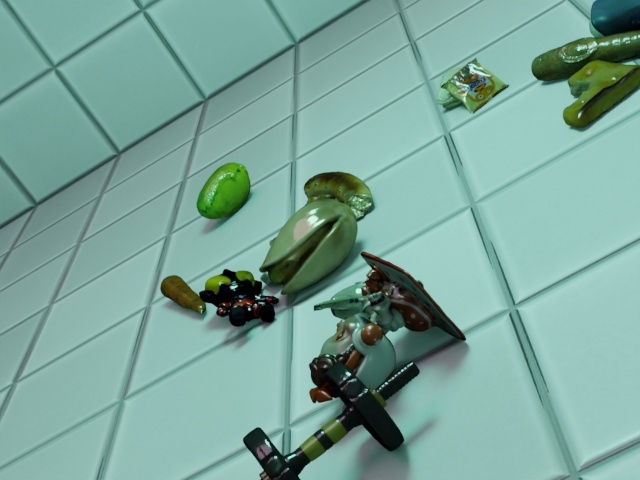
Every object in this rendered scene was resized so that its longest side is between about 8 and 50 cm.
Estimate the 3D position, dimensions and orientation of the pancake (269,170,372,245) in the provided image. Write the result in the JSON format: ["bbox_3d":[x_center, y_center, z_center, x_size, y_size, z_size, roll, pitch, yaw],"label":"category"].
[{"bbox_3d":[-0.013,-0.063,2.272,0.244,0.057,0.266,-36,22,-1],"label":"pancake"}]

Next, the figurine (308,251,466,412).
[{"bbox_3d":[0.065,0.161,1.588,0.226,0.160,0.183,-46,22,-8],"label":"figurine"}]

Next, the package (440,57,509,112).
[{"bbox_3d":[0.341,-0.345,2.334,0.108,0.031,0.121,-39,59,-8],"label":"package"}]

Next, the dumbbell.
[{"bbox_3d":[0.004,0.271,1.425,0.325,0.143,0.143,-38,22,-8],"label":"dumbbell"}]

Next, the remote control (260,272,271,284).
[{"bbox_3d":[-0.054,0.008,2.146,0.190,0.029,0.087,-51,2,-14],"label":"remote control"}]

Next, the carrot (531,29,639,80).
[{"bbox_3d":[0.567,-0.380,2.087,0.342,0.070,0.070,-9,33,46],"label":"carrot"}]

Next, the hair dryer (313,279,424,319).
[{"bbox_3d":[0.082,0.091,1.720,0.167,0.067,0.199,-14,-8,11],"label":"hair dryer"}]

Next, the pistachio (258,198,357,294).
[{"bbox_3d":[-0.019,0.009,2.032,0.215,0.144,0.144,-42,22,-4],"label":"pistachio"}]

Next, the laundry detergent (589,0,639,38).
[{"bbox_3d":[0.621,-0.451,2.066,0.143,0.094,0.290,-2,-5,-18],"label":"laundry detergent"}]

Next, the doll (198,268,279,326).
[{"bbox_3d":[-0.163,0.109,2.092,0.088,0.127,0.249,-68,19,7],"label":"doll"}]

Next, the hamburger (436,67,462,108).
[{"bbox_3d":[0.319,-0.350,2.407,0.084,0.054,0.121,-13,32,34],"label":"hamburger"}]

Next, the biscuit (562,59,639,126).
[{"bbox_3d":[0.515,-0.284,2.000,0.174,0.039,0.183,-38,21,-3],"label":"biscuit"}]

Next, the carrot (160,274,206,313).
[{"bbox_3d":[-0.289,0.124,2.294,0.057,0.057,0.224,-40,25,-14],"label":"carrot"}]

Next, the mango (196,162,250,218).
[{"bbox_3d":[-0.249,-0.123,2.653,0.100,0.119,0.178,13,47,38],"label":"mango"}]
